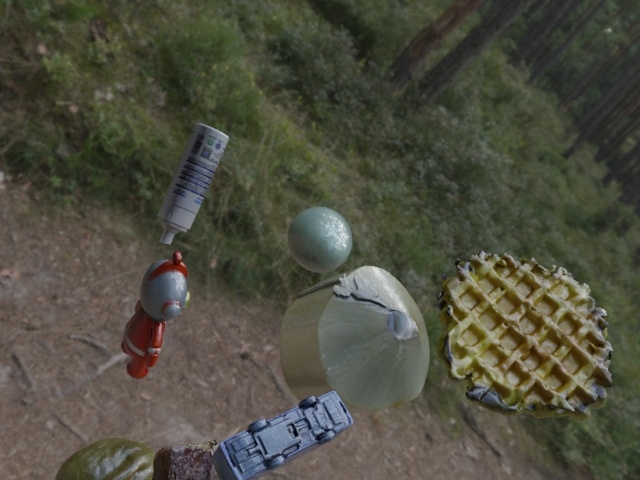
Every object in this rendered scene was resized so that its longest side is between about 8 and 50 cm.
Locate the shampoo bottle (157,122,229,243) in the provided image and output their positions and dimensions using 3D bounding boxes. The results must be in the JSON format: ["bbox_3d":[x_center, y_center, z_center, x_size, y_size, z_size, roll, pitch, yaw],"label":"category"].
[{"bbox_3d":[-0.323,-0.132,1.674,0.092,0.303,0.092,22,-1,0],"label":"shampoo bottle"}]

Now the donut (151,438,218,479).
[{"bbox_3d":[-0.304,0.527,1.456,0.126,0.187,0.144,16,34,-30],"label":"donut"}]

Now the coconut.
[{"bbox_3d":[0.072,0.211,1.392,0.323,0.323,0.323,37,19,-15],"label":"coconut"}]

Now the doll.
[{"bbox_3d":[-0.275,0.116,1.136,0.076,0.245,0.142,11,30,-36],"label":"doll"}]

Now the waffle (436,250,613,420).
[{"bbox_3d":[0.432,0.199,1.464,0.382,0.095,0.380,10,60,-4],"label":"waffle"}]

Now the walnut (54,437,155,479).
[{"bbox_3d":[-0.534,0.618,1.728,0.227,0.283,0.283,61,20,3],"label":"walnut"}]

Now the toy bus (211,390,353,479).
[{"bbox_3d":[-0.062,0.322,1.111,0.236,0.094,0.079,-14,67,-40],"label":"toy bus"}]

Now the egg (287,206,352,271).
[{"bbox_3d":[0.000,0.000,1.924,0.183,0.183,0.264,37,6,-16],"label":"egg"}]
